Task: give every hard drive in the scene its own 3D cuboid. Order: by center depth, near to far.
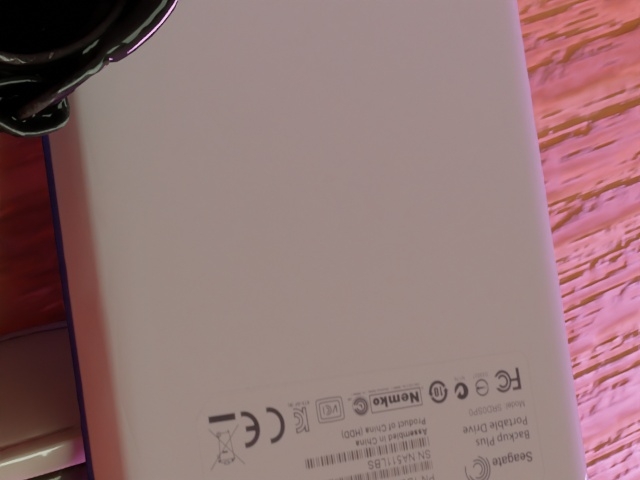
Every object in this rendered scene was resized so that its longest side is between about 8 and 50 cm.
[{"bbox_3d":[0.000,0.000,0.726,0.210,0.040,0.318,-5,85,-36],"label":"hard drive"}]

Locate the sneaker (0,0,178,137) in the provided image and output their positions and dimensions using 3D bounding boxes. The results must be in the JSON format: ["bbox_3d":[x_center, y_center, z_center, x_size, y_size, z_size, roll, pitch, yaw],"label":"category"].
[{"bbox_3d":[-0.136,-0.052,0.591,0.104,0.147,0.296,32,108,-21],"label":"sneaker"}]

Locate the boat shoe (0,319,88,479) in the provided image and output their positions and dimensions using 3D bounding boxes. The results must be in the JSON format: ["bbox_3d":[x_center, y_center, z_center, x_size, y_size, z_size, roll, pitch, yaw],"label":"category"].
[{"bbox_3d":[-0.062,0.075,0.776,0.305,0.109,0.091,-20,118,-34],"label":"boat shoe"}]
